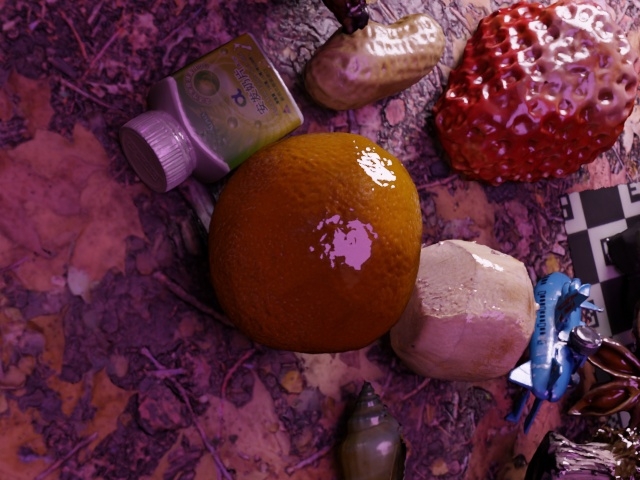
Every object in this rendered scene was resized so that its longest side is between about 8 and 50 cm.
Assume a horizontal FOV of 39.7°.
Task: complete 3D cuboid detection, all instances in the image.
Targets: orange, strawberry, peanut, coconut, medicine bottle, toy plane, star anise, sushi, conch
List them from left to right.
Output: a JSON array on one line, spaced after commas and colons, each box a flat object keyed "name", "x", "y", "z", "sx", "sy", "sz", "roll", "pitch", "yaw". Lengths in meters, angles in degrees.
[{"name": "medicine bottle", "x": -0.132, "y": -0.139, "z": 1.028, "sx": 0.188, "sy": 0.088, "sz": 0.132, "roll": -38, "pitch": 102, "yaw": -27}, {"name": "orange", "x": 0.000, "y": 0.000, "z": 0.992, "sx": 0.264, "sy": 0.264, "sz": 0.264, "roll": 4, "pitch": 82, "yaw": -28}, {"name": "conch", "x": 0.068, "y": 0.275, "z": 1.098, "sx": 0.095, "sy": 0.080, "sz": 0.200, "roll": -19, "pitch": 111, "yaw": -42}, {"name": "peanut", "x": 0.074, "y": -0.237, "z": 1.148, "sx": 0.226, "sy": 0.095, "sz": 0.108, "roll": -24, "pitch": 99, "yaw": -30}, {"name": "coconut", "x": 0.185, "y": 0.093, "z": 1.127, "sx": 0.194, "sy": 0.194, "sz": 0.194, "roll": 4, "pitch": 82, "yaw": -28}, {"name": "strawberry", "x": 0.316, "y": -0.206, "z": 1.249, "sx": 0.336, "sy": 0.149, "sz": 0.265, "roll": -34, "pitch": 102, "yaw": -27}, {"name": "toy plane", "x": 0.322, "y": 0.130, "z": 1.206, "sx": 0.105, "sy": 0.254, "sz": 0.271, "roll": 25, "pitch": 40, "yaw": 12}, {"name": "star anise", "x": 0.465, "y": 0.180, "z": 1.282, "sx": 0.099, "sy": 0.220, "sz": 0.214, "roll": 44, "pitch": 58, "yaw": -67}, {"name": "sushi", "x": 0.544, "y": 0.084, "z": 1.365, "sx": 0.296, "sy": 0.100, "sz": 0.373, "roll": -10, "pitch": 89, "yaw": -29}]

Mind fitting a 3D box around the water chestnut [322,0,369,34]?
[{"name": "water chestnut", "x": 0.033, "y": -0.393, "z": 1.056, "sx": 0.300, "sy": 0.300, "sz": 0.300, "roll": 4, "pitch": 82, "yaw": -28}]

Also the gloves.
[{"name": "gloves", "x": 0.426, "y": 0.340, "z": 1.198, "sx": 0.312, "sy": 0.135, "sz": 0.210, "roll": -1, "pitch": 116, "yaw": -7}]
